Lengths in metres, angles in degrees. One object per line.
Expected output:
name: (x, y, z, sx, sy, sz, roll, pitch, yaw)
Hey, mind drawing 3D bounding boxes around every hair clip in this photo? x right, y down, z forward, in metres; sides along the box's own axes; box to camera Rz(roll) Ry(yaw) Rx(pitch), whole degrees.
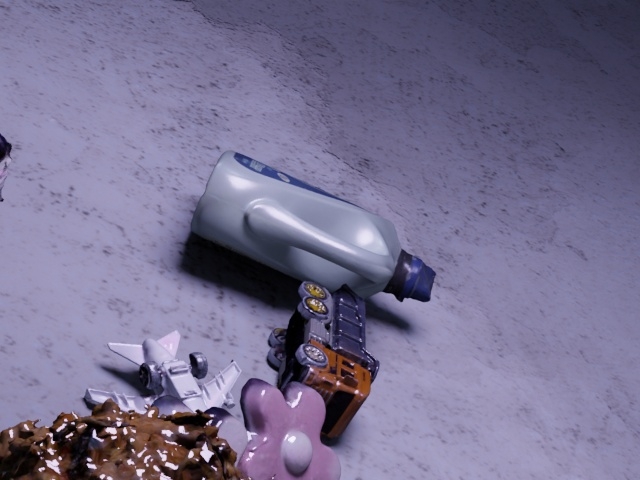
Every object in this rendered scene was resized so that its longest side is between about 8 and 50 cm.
hair clip: (-0.077, 0.200, 1.487, 0.257, 0.075, 0.146, -7, 84, -42)

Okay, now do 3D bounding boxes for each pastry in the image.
pastry: (-0.155, 0.250, 1.264, 0.274, 0.193, 0.275, 4, 69, -11)

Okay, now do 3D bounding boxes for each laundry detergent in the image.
laundry detergent: (0.000, 0.000, 1.843, 0.280, 0.105, 0.215, 25, 1, -3)

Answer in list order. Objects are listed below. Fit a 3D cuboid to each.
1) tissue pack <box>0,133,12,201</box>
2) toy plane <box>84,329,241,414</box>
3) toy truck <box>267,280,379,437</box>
tissue pack: (-0.486, -0.089, 1.557, 0.332, 0.123, 0.245, 33, 49, 8)
toy plane: (-0.133, 0.149, 1.572, 0.162, 0.066, 0.171, -9, 39, -32)
toy truck: (0.002, 0.119, 1.713, 0.092, 0.083, 0.192, 26, 27, -13)
